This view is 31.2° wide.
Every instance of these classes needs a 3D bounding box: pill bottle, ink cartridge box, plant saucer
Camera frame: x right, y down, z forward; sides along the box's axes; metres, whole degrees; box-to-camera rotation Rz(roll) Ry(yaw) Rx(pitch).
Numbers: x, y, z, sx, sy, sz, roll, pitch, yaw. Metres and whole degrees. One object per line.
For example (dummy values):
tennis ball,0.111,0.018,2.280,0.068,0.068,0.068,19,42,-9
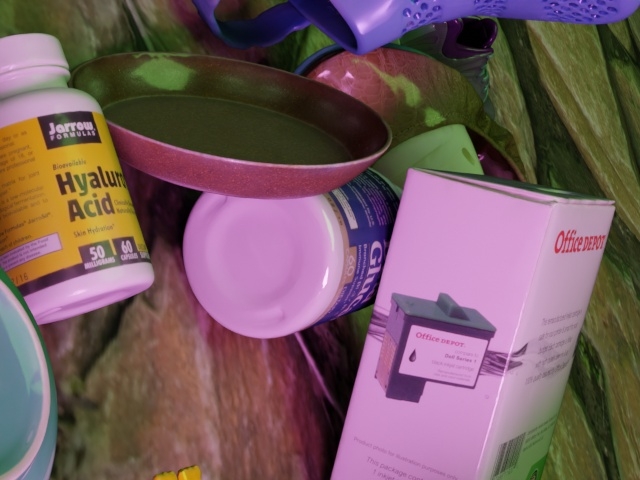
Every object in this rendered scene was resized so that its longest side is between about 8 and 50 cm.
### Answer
pill bottle,-0.119,-0.026,0.495,0.065,0.065,0.116,-8,77,-65
ink cartridge box,0.094,0.069,0.696,0.160,0.093,0.219,-1,106,-65
pill bottle,0.000,0.000,0.679,0.169,0.094,0.094,-12,82,-65
plant saucer,-0.047,-0.060,0.597,0.168,0.169,0.029,-45,149,-63

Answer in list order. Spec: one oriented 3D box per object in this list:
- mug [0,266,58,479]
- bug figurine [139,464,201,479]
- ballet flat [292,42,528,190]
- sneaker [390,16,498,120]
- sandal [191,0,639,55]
mug,-0.146,0.057,0.333,0.129,0.097,0.157,61,25,-17
bug figurine,-0.078,0.223,0.374,0.216,0.072,0.278,6,70,-56
ballet flat,0.092,-0.053,0.884,0.124,0.116,0.342,63,16,19
sneaker,0.138,-0.159,1.081,0.224,0.098,0.083,25,49,-56
sandal,0.045,-0.170,0.729,0.126,0.318,0.138,67,38,-58
